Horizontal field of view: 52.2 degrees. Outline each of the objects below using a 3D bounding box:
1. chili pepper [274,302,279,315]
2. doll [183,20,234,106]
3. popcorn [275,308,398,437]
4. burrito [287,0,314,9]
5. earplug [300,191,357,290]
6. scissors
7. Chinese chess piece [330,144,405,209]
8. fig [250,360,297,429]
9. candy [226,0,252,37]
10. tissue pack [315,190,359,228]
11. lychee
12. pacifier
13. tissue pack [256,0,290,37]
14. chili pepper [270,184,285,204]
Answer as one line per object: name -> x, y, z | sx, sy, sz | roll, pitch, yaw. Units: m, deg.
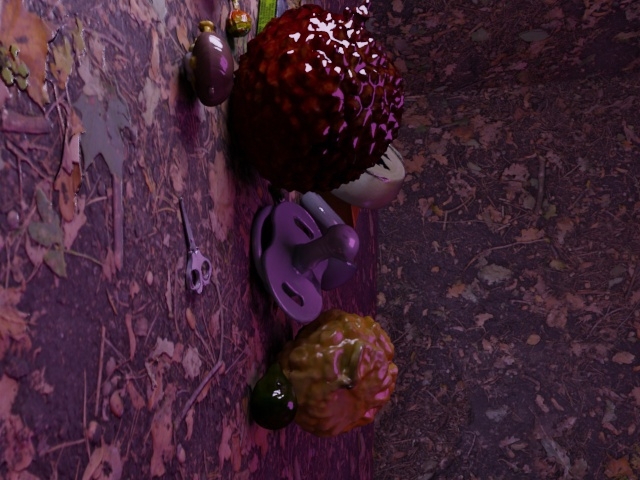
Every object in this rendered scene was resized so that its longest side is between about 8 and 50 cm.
chili pepper -> -0.105, 0.131, 1.797 | 0.178, 0.027, 0.045 | -78, 161, -43
doll -> -0.223, -0.343, 1.283 | 0.188, 0.096, 0.145 | -119, -149, -56
popcorn -> 0.024, 0.343, 1.774 | 0.381, 0.349, 0.349 | 33, -42, 56
burrito -> -0.083, -0.723, 1.949 | 0.348, 0.107, 0.175 | -2, 75, -79
earplug -> 0.012, -0.003, 2.076 | 0.214, 0.175, 0.326 | 35, 43, -68
scissors -> -0.244, 0.008, 1.243 | 0.100, 0.015, 0.189 | -56, 141, -65
Chinese chess piece -> 0.122, -0.261, 2.195 | 0.146, 0.349, 0.349 | -54, -171, 31
fig -> -0.115, 0.357, 1.548 | 0.117, 0.117, 0.178 | 72, 4, -48
candy -> -0.197, -0.571, 1.531 | 0.060, 0.060, 0.201 | 34, 47, -74
tissue pack -> 0.066, -0.169, 2.368 | 0.274, 0.145, 0.194 | -70, 156, -58
lychee -> 0.001, -0.352, 1.548 | 0.500, 0.424, 0.424 | -63, 160, -10
pacifier -> -0.029, 0.025, 1.661 | 0.288, 0.269, 0.343 | 42, 37, -37
tissue pack -> -0.120, -0.540, 1.787 | 0.173, 0.073, 0.236 | 59, 32, -64
chili pepper -> -0.117, -0.118, 1.803 | 0.055, 0.035, 0.118 | -59, 156, -46
